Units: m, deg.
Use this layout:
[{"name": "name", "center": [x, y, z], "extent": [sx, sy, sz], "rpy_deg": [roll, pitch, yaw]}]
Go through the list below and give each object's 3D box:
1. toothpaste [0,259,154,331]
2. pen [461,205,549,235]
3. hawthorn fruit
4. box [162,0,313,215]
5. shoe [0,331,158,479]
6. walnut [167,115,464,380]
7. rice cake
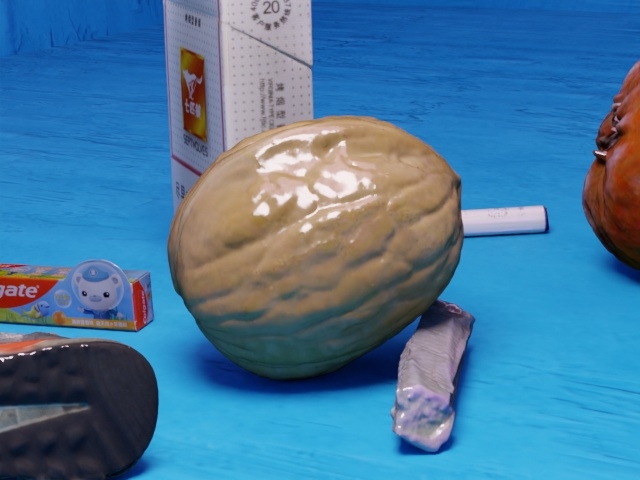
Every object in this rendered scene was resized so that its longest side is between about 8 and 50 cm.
[{"name": "toothpaste", "center": [-0.257, 0.043, 1.694], "extent": [0.193, 0.070, 0.044], "rpy_deg": [3, 17, 20]}, {"name": "pen", "center": [0.115, -0.018, 1.932], "extent": [0.269, 0.033, 0.033], "rpy_deg": [-3, 15, -1]}, {"name": "hawthorn fruit", "center": [0.399, -0.064, 1.722], "extent": [0.271, 0.242, 0.242], "rpy_deg": [18, 14, -5]}, {"name": "box", "center": [-0.081, -0.111, 1.734], "extent": [0.095, 0.330, 0.210], "rpy_deg": [-8, 15, -19]}, {"name": "shoe", "center": [-0.300, 0.125, 1.295], "extent": [0.336, 0.132, 0.171], "rpy_deg": [-8, 10, -26]}, {"name": "walnut", "center": [0.000, 0.000, 1.500], "extent": [0.261, 0.225, 0.225], "rpy_deg": [-21, 16, -2]}, {"name": "rice cake", "center": [0.091, 0.103, 1.436], "extent": [0.055, 0.049, 0.270], "rpy_deg": [13, 16, 4]}]
